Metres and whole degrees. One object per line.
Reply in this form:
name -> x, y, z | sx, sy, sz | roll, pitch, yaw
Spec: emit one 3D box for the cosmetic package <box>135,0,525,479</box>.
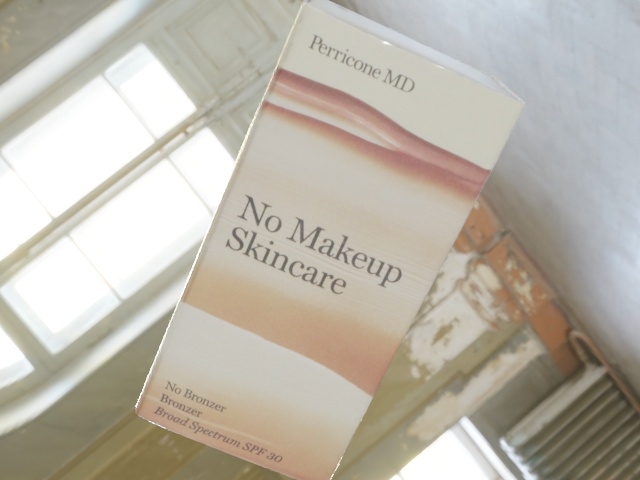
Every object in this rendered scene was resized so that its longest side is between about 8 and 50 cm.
cosmetic package -> 0.000, 0.000, 0.557 | 0.153, 0.296, 0.129 | 22, -162, -5
